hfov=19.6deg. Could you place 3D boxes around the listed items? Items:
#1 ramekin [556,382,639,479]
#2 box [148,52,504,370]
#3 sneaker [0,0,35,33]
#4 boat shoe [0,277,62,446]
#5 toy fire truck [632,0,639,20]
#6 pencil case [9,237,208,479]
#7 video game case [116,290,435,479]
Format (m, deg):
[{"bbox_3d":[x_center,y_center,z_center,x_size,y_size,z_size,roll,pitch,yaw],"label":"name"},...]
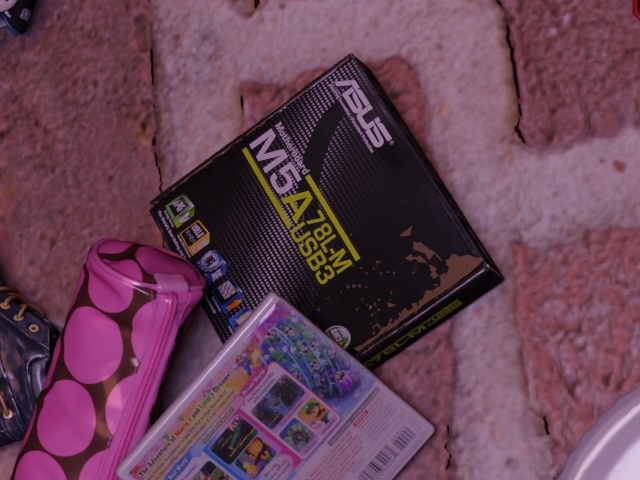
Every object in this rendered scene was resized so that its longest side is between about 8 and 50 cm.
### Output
[{"bbox_3d":[0.250,0.189,1.066,0.273,0.127,0.272,-6,74,21],"label":"ramekin"},{"bbox_3d":[0.000,0.000,1.266,0.184,0.045,0.190,-36,66,13],"label":"box"},{"bbox_3d":[-0.231,-0.213,1.409,0.086,0.085,0.237,40,89,0],"label":"sneaker"},{"bbox_3d":[-0.226,0.056,1.336,0.083,0.065,0.183,-15,77,17],"label":"boat shoe"},{"bbox_3d":[0.271,-0.214,1.165,0.135,0.192,0.047,-31,64,-20],"label":"toy fire truck"},{"bbox_3d":[-0.141,0.106,1.248,0.098,0.095,0.209,-145,71,-68],"label":"pencil case"},{"bbox_3d":[-0.029,0.136,1.211,0.143,0.019,0.157,41,93,-11],"label":"video game case"}]
